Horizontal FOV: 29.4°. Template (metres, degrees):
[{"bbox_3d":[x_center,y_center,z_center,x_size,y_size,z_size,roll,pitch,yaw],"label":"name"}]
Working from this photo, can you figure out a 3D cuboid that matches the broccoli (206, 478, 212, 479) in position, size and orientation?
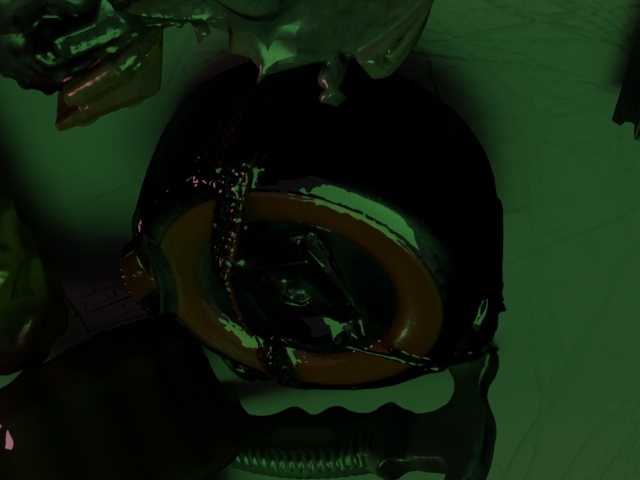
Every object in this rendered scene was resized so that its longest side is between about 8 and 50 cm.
[{"bbox_3d":[-0.198,0.273,0.980,0.302,0.186,0.254,13,129,-42],"label":"broccoli"}]

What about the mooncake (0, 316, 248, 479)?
[{"bbox_3d":[-0.162,0.138,0.789,0.228,0.124,0.228,-28,172,-4],"label":"mooncake"}]

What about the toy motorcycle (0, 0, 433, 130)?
[{"bbox_3d":[-0.042,-0.108,0.577,0.229,0.094,0.130,-21,138,13],"label":"toy motorcycle"}]

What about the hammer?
[{"bbox_3d":[0.015,0.147,0.896,0.226,0.158,0.041,-1,143,23],"label":"hammer"}]

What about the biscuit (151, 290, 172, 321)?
[{"bbox_3d":[-0.080,0.036,0.833,0.081,0.018,0.083,-2,142,3],"label":"biscuit"}]

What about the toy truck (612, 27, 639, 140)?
[{"bbox_3d":[0.255,-0.072,0.634,0.192,0.092,0.083,7,142,4],"label":"toy truck"}]

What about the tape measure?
[{"bbox_3d":[0.000,0.000,0.690,0.202,0.135,0.223,-10,137,27],"label":"tape measure"}]

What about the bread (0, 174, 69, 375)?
[{"bbox_3d":[-0.226,-0.020,0.705,0.087,0.098,0.269,-39,147,-19],"label":"bread"}]
